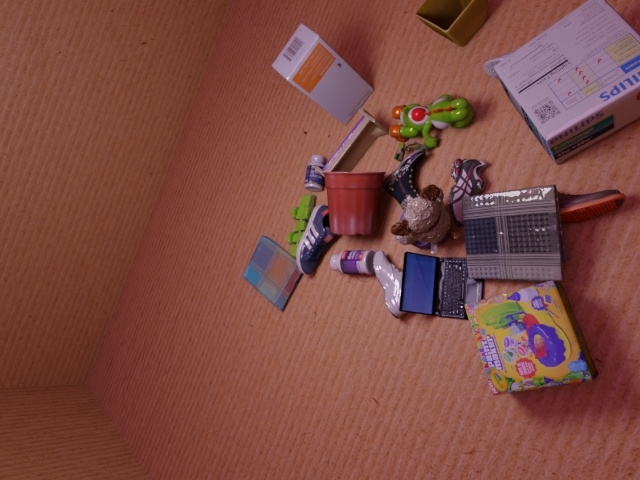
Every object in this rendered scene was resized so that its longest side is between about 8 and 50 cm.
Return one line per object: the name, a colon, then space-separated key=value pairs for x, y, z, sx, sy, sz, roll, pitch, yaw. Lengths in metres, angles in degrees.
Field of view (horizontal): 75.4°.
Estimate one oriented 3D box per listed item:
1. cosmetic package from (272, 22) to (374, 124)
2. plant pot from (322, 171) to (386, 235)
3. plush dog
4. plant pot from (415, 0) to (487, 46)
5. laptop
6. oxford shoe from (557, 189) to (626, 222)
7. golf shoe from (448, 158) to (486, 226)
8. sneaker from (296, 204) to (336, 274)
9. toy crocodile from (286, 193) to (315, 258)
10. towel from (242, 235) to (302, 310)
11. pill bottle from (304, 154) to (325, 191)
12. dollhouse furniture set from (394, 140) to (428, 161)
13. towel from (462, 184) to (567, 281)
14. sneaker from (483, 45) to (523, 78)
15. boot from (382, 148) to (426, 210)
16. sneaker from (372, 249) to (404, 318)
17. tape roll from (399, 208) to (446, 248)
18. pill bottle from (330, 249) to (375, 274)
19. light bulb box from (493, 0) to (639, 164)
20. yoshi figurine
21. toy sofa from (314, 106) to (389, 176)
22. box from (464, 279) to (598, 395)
cosmetic package: x=0.023 y=-0.758 z=1.936 sx=0.230 sy=0.454 sz=0.161 roll=-50 pitch=53 yaw=17
plant pot: x=0.142 y=-0.164 z=1.791 sx=0.273 sy=0.273 sz=0.264 roll=8 pitch=103 yaw=40
plush dog: x=0.379 y=-0.078 z=1.500 sx=0.211 sy=0.226 sz=0.262 roll=42 pitch=102 yaw=38
plant pot: x=0.569 y=-0.943 z=1.728 sx=0.212 sy=0.187 sz=0.212 roll=-49 pitch=52 yaw=18
laptop: x=0.451 y=0.165 z=1.540 sx=0.265 sy=0.137 sz=0.233 roll=-1 pitch=78 yaw=39
oxford shoe: x=0.780 y=-0.125 z=1.368 sx=0.364 sy=0.130 sz=0.132 roll=-13 pitch=66 yaw=36
golf shoe: x=0.558 y=-0.187 z=1.580 sx=0.120 sy=0.105 sz=0.272 roll=2 pitch=79 yaw=32
sneaker: x=0.000 y=0.000 z=1.949 sx=0.148 sy=0.131 sz=0.349 roll=12 pitch=85 yaw=44
toy crocodile: x=-0.084 y=-0.071 z=2.068 sx=0.115 sy=0.105 sz=0.339 roll=-3 pitch=71 yaw=39
towel: x=-0.252 y=0.162 z=2.166 sx=0.370 sy=0.040 sz=0.271 roll=34 pitch=100 yaw=39
pill bottle: x=-0.025 y=-0.340 z=2.090 sx=0.094 sy=0.094 sz=0.169 roll=1 pitch=78 yaw=39
dollhouse furniture set: x=0.379 y=-0.380 z=1.777 sx=0.152 sy=0.076 sz=0.058 roll=9 pitch=80 yaw=62
towel: x=0.642 y=-0.015 z=1.393 sx=0.325 sy=0.056 sz=0.311 roll=-3 pitch=94 yaw=47
sneaker: x=0.752 y=-0.693 z=1.591 sx=0.235 sy=0.090 sz=0.094 roll=5 pitch=68 yaw=36
boot: x=0.389 y=-0.249 z=1.744 sx=0.236 sy=0.085 sz=0.178 roll=-46 pitch=57 yaw=25
sneaker: x=0.304 y=0.166 z=1.697 sx=0.130 sy=0.111 sz=0.296 roll=-26 pitch=65 yaw=13
tape roll: x=0.419 y=-0.063 z=1.668 sx=0.189 sy=0.080 sz=0.188 roll=-12 pitch=70 yaw=35
pill bottle: x=0.143 y=0.096 z=1.822 sx=0.194 sy=0.108 sz=0.107 roll=-3 pitch=76 yaw=38
light bulb box: x=0.841 y=-0.514 z=1.364 sx=0.358 sy=0.225 sz=0.360 roll=-32 pitch=60 yaw=27
yoshi figurine: x=0.477 y=-0.506 z=1.722 sx=0.203 sy=0.203 sz=0.362 roll=-46 pitch=29 yaw=-26
toy sofa: x=0.134 y=-0.437 z=1.956 sx=0.362 sy=0.150 sz=0.177 roll=-52 pitch=53 yaw=15
box: x=0.656 y=0.309 z=1.305 sx=0.279 sy=0.177 sz=0.289 roll=-25 pitch=66 yaw=32
